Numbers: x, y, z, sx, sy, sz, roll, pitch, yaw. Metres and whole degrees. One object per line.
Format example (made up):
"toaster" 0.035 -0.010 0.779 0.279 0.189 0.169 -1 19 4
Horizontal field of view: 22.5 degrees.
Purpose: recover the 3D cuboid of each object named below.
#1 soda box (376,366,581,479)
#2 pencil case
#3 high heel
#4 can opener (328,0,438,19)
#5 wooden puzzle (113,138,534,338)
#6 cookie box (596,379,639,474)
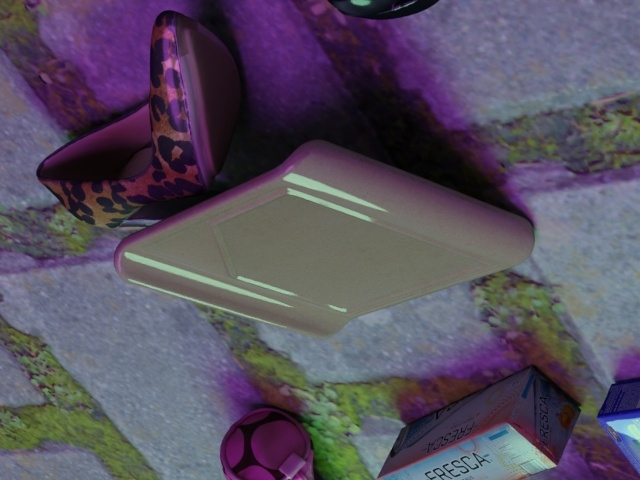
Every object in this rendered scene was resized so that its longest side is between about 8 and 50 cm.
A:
"soda box" 0.127 0.167 1.319 0.058 0.063 0.183 41 141 -13
"pencil case" -0.026 0.254 1.501 0.098 0.095 0.209 40 157 44
"high heel" -0.151 -0.087 1.190 0.186 0.093 0.261 12 148 14
"can opener" 0.072 -0.180 0.982 0.186 0.073 0.059 -15 85 40
"wooden puzzle" 0.000 0.000 1.177 0.221 0.044 0.238 19 150 -35
"cookie box" 0.278 0.143 1.206 0.107 0.040 0.092 -15 124 44
